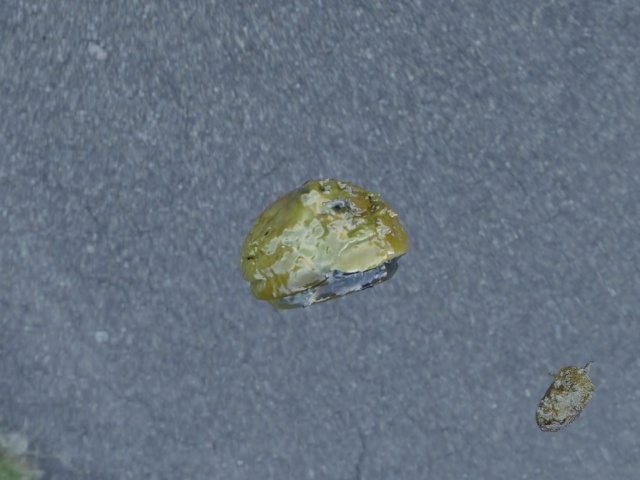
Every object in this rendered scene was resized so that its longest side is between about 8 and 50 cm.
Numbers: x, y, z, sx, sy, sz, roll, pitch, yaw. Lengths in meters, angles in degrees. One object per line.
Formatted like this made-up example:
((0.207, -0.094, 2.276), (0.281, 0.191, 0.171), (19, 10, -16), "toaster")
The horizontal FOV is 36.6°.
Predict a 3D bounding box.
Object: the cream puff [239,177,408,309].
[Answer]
((0.000, 0.000, 1.037), (0.189, 0.189, 0.130), (-20, 90, 2), "cream puff")

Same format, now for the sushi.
((0.307, 0.196, 1.207), (0.061, 0.118, 0.060), (25, 146, 9), "sushi")
